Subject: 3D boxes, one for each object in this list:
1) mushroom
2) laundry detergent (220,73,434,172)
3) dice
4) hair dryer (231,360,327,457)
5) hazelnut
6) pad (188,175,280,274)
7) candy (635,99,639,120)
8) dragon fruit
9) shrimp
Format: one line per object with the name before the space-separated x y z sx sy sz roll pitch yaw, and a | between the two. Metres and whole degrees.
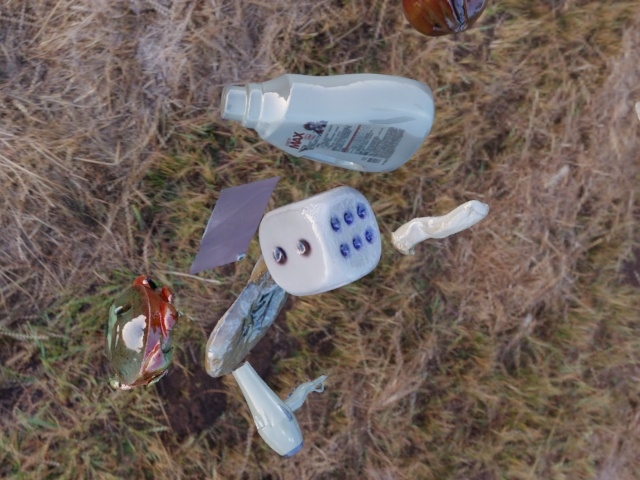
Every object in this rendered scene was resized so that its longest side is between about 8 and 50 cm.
mushroom | 0.218 -0.024 1.311 0.059 0.202 0.054 23 53 -47
laundry detergent | -0.001 -0.237 1.410 0.397 0.264 0.125 4 65 -18
dice | 0.000 0.000 1.491 0.193 0.192 0.194 -22 97 -47
hair dryer | -0.065 0.239 1.182 0.167 0.067 0.199 51 36 -14
hazelnut | 0.284 -0.547 1.593 0.204 0.178 0.178 -15 112 13
pad | -0.132 -0.020 1.082 0.113 0.006 0.188 -17 147 -41
candy | 0.822 -0.178 1.528 0.179 0.135 0.321 -17 93 -14
dragon fruit | -0.419 0.217 1.646 0.130 0.295 0.268 4 94 -23
shrimp | -0.142 0.118 1.645 0.446 0.110 0.221 -59 163 -9
